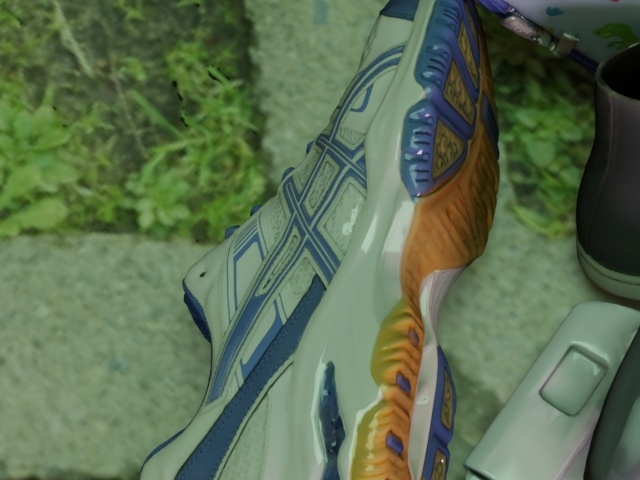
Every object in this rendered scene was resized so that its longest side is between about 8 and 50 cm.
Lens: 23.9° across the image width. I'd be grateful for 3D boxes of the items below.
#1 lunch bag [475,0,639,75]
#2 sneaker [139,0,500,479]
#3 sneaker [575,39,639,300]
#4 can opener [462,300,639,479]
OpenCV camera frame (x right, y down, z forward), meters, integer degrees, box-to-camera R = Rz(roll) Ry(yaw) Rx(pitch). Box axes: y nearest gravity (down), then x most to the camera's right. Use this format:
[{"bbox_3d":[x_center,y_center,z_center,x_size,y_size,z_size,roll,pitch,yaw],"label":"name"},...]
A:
[{"bbox_3d":[0.139,-0.191,0.719,0.090,0.176,0.219,-14,64,44],"label":"lunch bag"},{"bbox_3d":[0.000,0.000,0.680,0.131,0.112,0.296,0,56,25],"label":"sneaker"},{"bbox_3d":[0.227,-0.037,0.668,0.222,0.118,0.083,-8,46,0],"label":"sneaker"},{"bbox_3d":[0.077,0.131,0.631,0.076,0.095,0.283,33,67,14],"label":"can opener"}]
